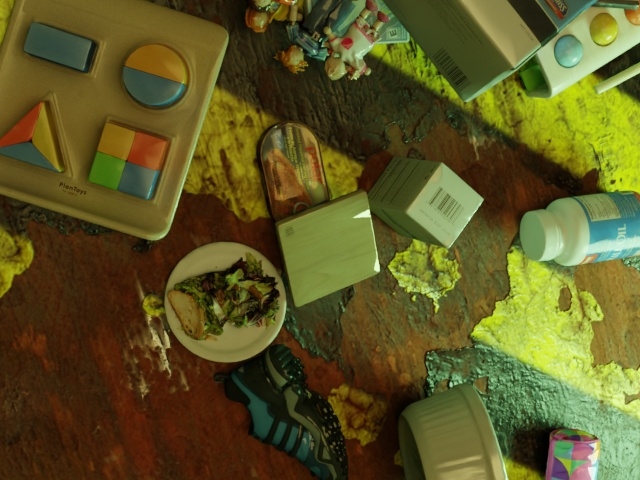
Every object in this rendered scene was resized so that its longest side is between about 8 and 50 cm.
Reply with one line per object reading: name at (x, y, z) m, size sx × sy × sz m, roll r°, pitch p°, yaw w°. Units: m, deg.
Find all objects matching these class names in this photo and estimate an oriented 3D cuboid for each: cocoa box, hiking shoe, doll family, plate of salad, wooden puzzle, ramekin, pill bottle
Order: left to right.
wooden puzzle at (-0.337, -0.207, 1.716) m, size 0.322 × 0.080 × 0.347 m, roll 18°, pitch 89°, yaw -3°
plate of salad at (-0.152, 0.098, 1.865) m, size 0.200 × 0.048 × 0.199 m, roll 2°, pitch 77°, yaw -11°
hiking shoe at (-0.052, 0.310, 1.942) m, size 0.132 × 0.113 × 0.304 m, roll -22°, pitch 113°, yaw 14°
doll family at (-0.026, -0.360, 1.842) m, size 0.263 × 0.118 × 0.163 m, roll 39°, pitch 89°, yaw -25°
ramekin at (0.220, 0.387, 1.961) m, size 0.127 × 0.273 × 0.272 m, roll -12°, pitch 101°, yaw -7°
cocoa box at (0.238, -0.438, 1.808) m, size 0.228 × 0.231 × 0.347 m, roll -40°, pitch 92°, yaw -14°
pill bottle at (0.478, -0.020, 2.073) m, size 0.222 × 0.124 × 0.124 m, roll -8°, pitch 100°, yaw -19°

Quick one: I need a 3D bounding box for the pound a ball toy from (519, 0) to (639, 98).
pound a ball toy at (0.510, -0.348, 2.037) m, size 0.319 × 0.136 × 0.208 m, roll -31°, pitch 106°, yaw -14°

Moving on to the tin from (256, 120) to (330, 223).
tin at (-0.045, -0.106, 1.911) m, size 0.106 × 0.040 × 0.189 m, roll -14°, pitch 102°, yaw -15°

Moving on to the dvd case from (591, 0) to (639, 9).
dvd case at (0.464, -0.505, 1.991) m, size 0.165 × 0.018 × 0.221 m, roll 3°, pitch 70°, yaw -5°

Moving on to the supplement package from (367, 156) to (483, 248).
supplement package at (0.167, -0.066, 1.918) m, size 0.105 × 0.179 × 0.105 m, roll 38°, pitch 83°, yaw -21°

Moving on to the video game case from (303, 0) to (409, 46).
video game case at (0.058, -0.428, 1.915) m, size 0.183 × 0.023 × 0.201 m, roll -7°, pitch 99°, yaw -20°

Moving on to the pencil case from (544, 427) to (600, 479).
pencil case at (0.463, 0.472, 2.146) m, size 0.104 × 0.104 × 0.236 m, roll 5°, pitch 94°, yaw -21°

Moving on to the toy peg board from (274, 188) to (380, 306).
toy peg board at (0.000, 0.000, 1.899) m, size 0.161 × 0.079 × 0.160 m, roll -22°, pitch 123°, yaw -17°
